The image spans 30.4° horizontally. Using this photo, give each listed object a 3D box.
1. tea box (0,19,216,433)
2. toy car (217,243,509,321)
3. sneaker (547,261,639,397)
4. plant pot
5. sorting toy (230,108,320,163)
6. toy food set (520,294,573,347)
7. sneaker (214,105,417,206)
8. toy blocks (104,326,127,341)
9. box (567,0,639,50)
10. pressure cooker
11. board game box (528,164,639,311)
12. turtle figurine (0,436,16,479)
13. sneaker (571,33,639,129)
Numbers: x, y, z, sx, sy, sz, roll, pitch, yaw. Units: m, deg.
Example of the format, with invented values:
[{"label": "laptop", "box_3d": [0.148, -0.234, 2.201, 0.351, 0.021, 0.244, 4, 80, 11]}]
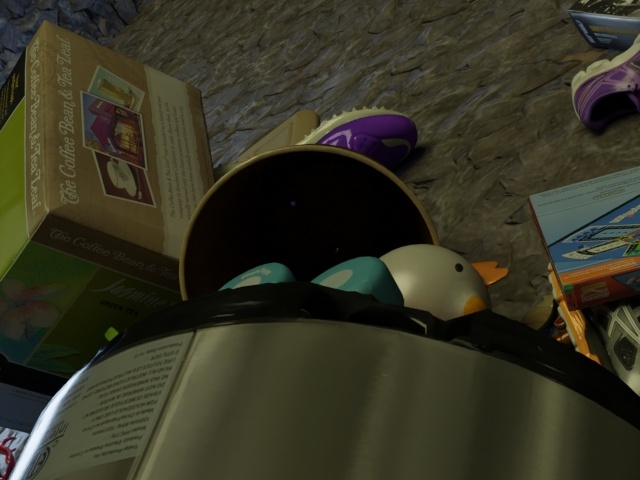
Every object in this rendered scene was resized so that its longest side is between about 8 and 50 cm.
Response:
[{"label": "tea box", "box_3d": [-0.291, -0.006, 1.342, 0.323, 0.220, 0.329, -48, 36, 31]}, {"label": "toy car", "box_3d": [0.078, 0.074, 0.918, 0.210, 0.219, 0.238, -6, 30, 51]}, {"label": "sneaker", "box_3d": [0.228, 0.068, 0.869, 0.083, 0.084, 0.215, -28, 35, 15]}, {"label": "plant pot", "box_3d": [0.000, 0.000, 1.167, 0.237, 0.237, 0.254, -34, 10, 12]}, {"label": "sorting toy", "box_3d": [-0.097, -0.031, 1.565, 0.229, 0.041, 0.307, -31, 31, 25]}, {"label": "toy food set", "box_3d": [0.184, 0.089, 0.966, 0.122, 0.019, 0.078, -44, 23, -29]}, {"label": "sneaker", "box_3d": [-0.006, -0.046, 1.393, 0.293, 0.102, 0.146, -23, 55, -3]}, {"label": "toy blocks", "box_3d": [-0.180, 0.244, 1.061, 0.261, 0.191, 0.381, -55, 25, -6]}, {"label": "box", "box_3d": [0.408, -0.296, 1.276, 0.231, 0.056, 0.183, -42, 23, -6]}, {"label": "pressure cooker", "box_3d": [-0.018, 0.273, 0.465, 0.420, 0.376, 0.370, -72, -2, -46]}, {"label": "board game box", "box_3d": [0.306, -0.029, 0.878, 0.281, 0.027, 0.145, -15, 27, 7]}, {"label": "turtle figurine", "box_3d": [-0.430, 0.300, 1.365, 0.234, 0.118, 0.175, -13, 75, 38]}, {"label": "sneaker", "box_3d": [0.330, -0.162, 1.166, 0.170, 0.068, 0.071, -35, 38, 31]}]
